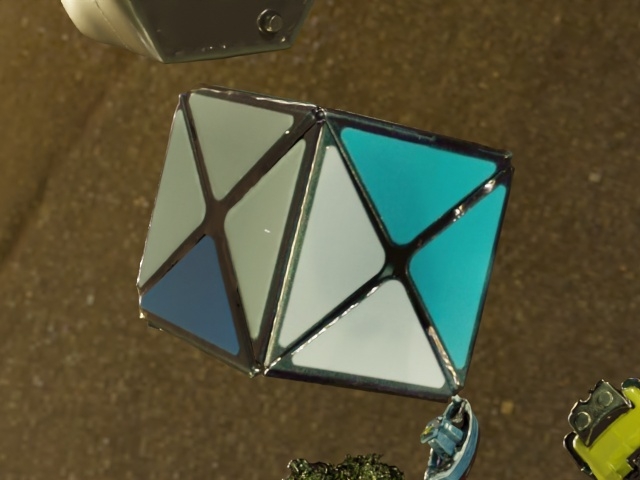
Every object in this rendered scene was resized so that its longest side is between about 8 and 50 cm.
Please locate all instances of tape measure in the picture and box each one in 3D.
[{"bbox_3d":[0.317,0.228,1.299,0.112,0.199,0.186,-48,43,9],"label":"tape measure"}]

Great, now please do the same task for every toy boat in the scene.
[{"bbox_3d":[0.146,0.229,1.690,0.060,0.061,0.137,-33,18,38],"label":"toy boat"}]

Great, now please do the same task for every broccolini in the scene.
[{"bbox_3d":[-0.057,0.227,1.336,0.271,0.123,0.062,-8,56,23],"label":"broccolini"}]

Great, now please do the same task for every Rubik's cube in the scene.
[{"bbox_3d":[0.000,0.000,1.408,0.250,0.248,0.246,18,97,53],"label":"Rubik's cube"}]

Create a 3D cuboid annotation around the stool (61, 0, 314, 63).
[{"bbox_3d":[-0.099,-0.247,1.116,0.141,0.232,0.232,25,99,50],"label":"stool"}]
